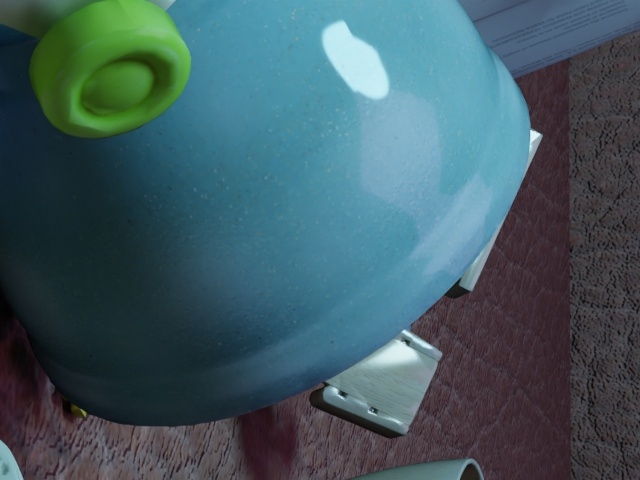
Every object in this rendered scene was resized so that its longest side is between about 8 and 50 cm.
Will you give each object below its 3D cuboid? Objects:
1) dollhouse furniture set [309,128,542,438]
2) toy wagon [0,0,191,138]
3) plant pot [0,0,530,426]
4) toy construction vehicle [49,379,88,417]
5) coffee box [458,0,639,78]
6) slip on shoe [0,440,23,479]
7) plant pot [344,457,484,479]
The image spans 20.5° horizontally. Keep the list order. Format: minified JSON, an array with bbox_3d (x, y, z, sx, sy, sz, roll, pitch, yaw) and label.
[{"bbox_3d":[0.000,0.000,1.436,0.286,0.198,0.303,-64,-173,-15],"label":"dollhouse furniture set"},{"bbox_3d":[-0.178,-0.177,0.614,0.344,0.068,0.267,20,34,-51],"label":"toy wagon"},{"bbox_3d":[-0.067,-0.080,0.888,0.196,0.293,0.293,58,32,-34],"label":"plant pot"},{"bbox_3d":[-0.128,0.056,1.017,0.098,0.035,0.086,87,9,-60],"label":"toy construction vehicle"},{"bbox_3d":[0.158,-0.360,1.385,0.338,0.337,0.334,42,29,-67],"label":"coffee box"},{"bbox_3d":[-0.194,0.227,0.714,0.101,0.123,0.331,105,-7,-61],"label":"slip on shoe"},{"bbox_3d":[0.010,0.290,1.202,0.284,0.190,0.284,-1,90,-78],"label":"plant pot"}]
